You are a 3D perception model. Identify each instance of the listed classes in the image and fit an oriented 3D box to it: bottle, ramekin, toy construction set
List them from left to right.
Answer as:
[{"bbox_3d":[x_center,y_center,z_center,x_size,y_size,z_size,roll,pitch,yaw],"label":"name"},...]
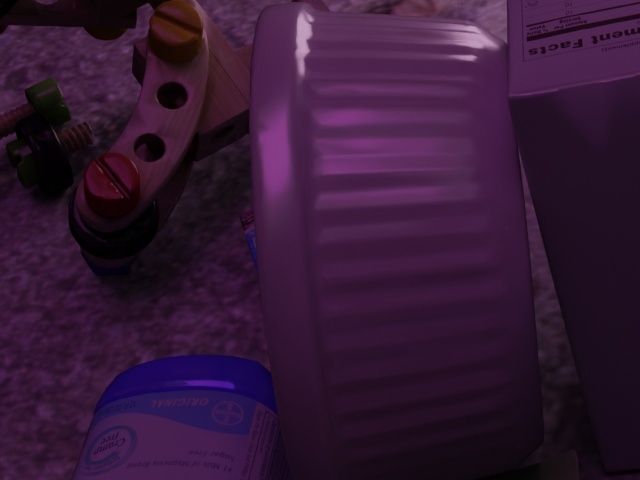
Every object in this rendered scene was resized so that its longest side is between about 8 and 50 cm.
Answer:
[{"bbox_3d":[-0.087,0.184,0.946,0.118,0.092,0.283,-6,41,19],"label":"bottle"},{"bbox_3d":[-0.106,-0.159,1.215,0.237,0.309,0.257,-25,47,-14],"label":"toy construction set"},{"bbox_3d":[0.044,0.007,0.970,0.127,0.273,0.273,-5,40,5],"label":"ramekin"}]

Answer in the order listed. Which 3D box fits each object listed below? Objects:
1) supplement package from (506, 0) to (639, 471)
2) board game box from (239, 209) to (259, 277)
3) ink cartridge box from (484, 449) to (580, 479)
[{"bbox_3d":[0.216,-0.031,0.934,0.204,0.262,0.145,-9,39,13],"label":"supplement package"},{"bbox_3d":[0.000,0.000,1.184,0.090,0.020,0.090,-20,39,-2],"label":"board game box"},{"bbox_3d":[0.049,0.198,0.882,0.171,0.056,0.235,-21,39,17],"label":"ink cartridge box"}]
